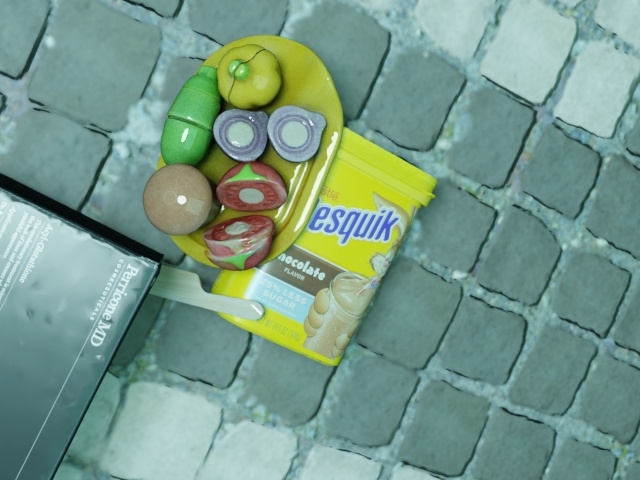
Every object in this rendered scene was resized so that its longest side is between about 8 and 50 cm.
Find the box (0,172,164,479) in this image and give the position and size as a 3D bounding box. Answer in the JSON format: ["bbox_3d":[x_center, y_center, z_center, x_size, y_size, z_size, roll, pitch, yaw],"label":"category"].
[{"bbox_3d":[-0.244,0.088,0.773,0.184,0.103,0.261,27,90,-4],"label":"box"}]

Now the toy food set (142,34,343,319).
[{"bbox_3d":[-0.068,-0.049,0.830,0.128,0.071,0.218,21,92,14],"label":"toy food set"}]

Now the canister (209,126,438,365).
[{"bbox_3d":[0.000,0.000,0.904,0.126,0.073,0.170,26,92,-26],"label":"canister"}]
